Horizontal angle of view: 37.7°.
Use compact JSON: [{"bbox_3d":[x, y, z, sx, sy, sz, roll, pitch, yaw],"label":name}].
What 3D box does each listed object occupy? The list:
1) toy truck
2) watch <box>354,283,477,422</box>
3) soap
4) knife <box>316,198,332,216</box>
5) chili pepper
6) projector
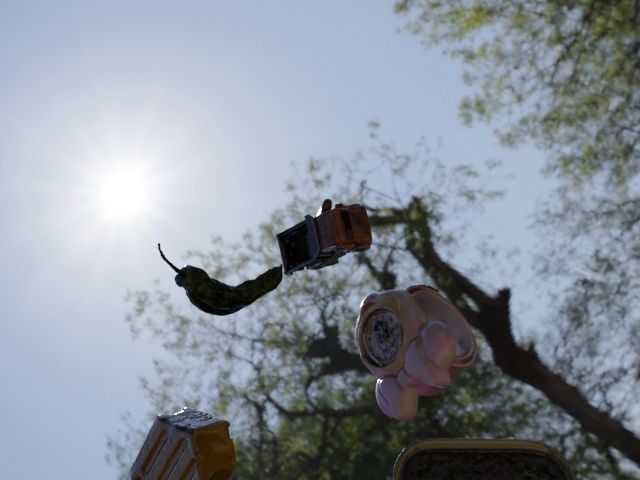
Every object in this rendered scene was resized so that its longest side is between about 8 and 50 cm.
[{"bbox_3d":[0.000,0.000,1.625,0.092,0.192,0.083,-2,-105,-40],"label":"toy truck"},{"bbox_3d":[0.201,0.198,1.760,0.218,0.248,0.211,7,-47,-42],"label":"watch"},{"bbox_3d":[-0.236,0.387,1.625,0.080,0.160,0.257,-12,-35,-42],"label":"soap"},{"bbox_3d":[0.005,-0.046,1.783,0.343,0.027,0.061,116,171,-80],"label":"knife"},{"bbox_3d":[-0.196,0.087,1.835,0.279,0.065,0.122,12,-97,-38],"label":"chili pepper"},{"bbox_3d":[0.217,0.442,1.300,0.249,0.249,0.248,92,178,-50],"label":"projector"}]
